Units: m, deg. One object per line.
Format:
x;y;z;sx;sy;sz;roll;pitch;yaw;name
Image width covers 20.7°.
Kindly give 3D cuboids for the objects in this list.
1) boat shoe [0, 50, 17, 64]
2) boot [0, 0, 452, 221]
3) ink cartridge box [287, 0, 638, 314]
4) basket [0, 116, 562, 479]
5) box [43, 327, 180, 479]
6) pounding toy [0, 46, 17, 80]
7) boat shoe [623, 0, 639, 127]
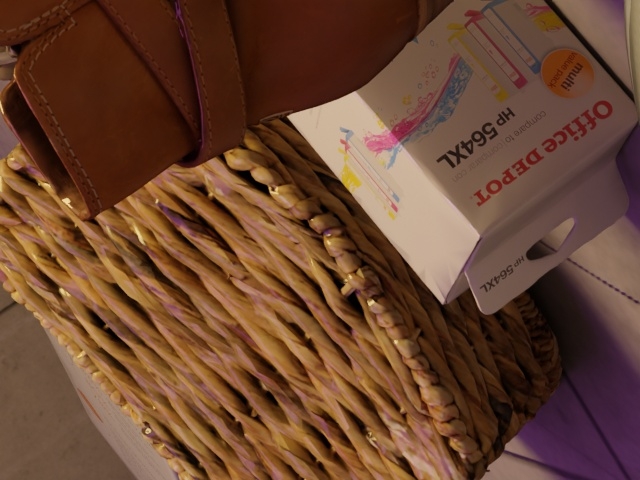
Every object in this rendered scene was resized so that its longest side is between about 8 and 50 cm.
-0.211;-0.160;1.014;0.136;0.156;0.367;48;-175;12;boat shoe
-0.071;-0.167;0.618;0.283;0.220;0.109;58;165;-13;boot
0.059;-0.051;0.729;0.143;0.092;0.090;50;164;12;ink cartridge box
0.000;0.000;0.967;0.299;0.223;0.213;47;132;5;basket
-0.098;0.083;1.365;0.215;0.168;0.345;46;164;30;box
-0.151;-0.035;1.143;0.237;0.110;0.183;30;-147;-14;pounding toy
0.156;0.000;0.557;0.302;0.091;0.114;72;-175;-53;boat shoe
